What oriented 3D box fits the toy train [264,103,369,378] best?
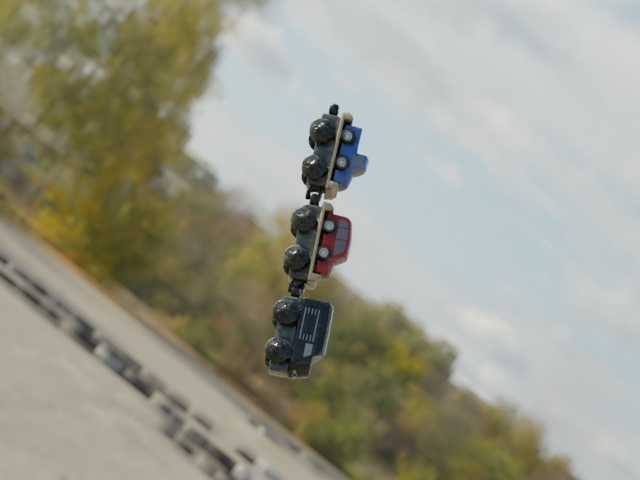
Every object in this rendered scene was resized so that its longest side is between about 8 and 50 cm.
[{"bbox_3d":[0.000,0.000,1.082,0.036,0.158,0.027,11,-16,2],"label":"toy train"}]
